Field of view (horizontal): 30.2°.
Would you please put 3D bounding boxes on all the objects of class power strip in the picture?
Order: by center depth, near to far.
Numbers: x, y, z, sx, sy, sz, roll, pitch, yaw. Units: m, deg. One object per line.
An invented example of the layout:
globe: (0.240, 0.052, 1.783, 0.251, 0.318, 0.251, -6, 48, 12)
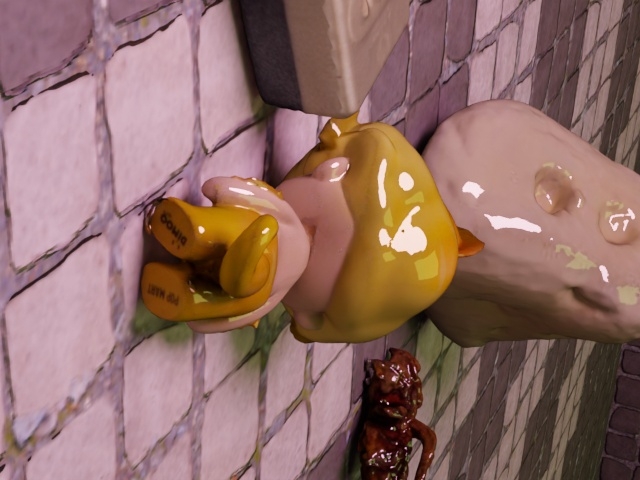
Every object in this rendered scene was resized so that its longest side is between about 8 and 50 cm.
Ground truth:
power strip: (-0.002, -0.184, 0.629, 0.257, 0.070, 0.105, 81, 31, -47)

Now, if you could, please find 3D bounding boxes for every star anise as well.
star anise: (0.062, 0.179, 1.010, 0.097, 0.070, 0.191, 90, 11, -58)

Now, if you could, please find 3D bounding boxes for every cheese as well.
cheese: (0.187, -0.013, 1.032, 0.248, 0.251, 0.174, 47, 57, -47)

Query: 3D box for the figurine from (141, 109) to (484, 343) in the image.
figurine: (0.000, 0.000, 0.696, 0.246, 0.131, 0.156, -14, 119, -51)
